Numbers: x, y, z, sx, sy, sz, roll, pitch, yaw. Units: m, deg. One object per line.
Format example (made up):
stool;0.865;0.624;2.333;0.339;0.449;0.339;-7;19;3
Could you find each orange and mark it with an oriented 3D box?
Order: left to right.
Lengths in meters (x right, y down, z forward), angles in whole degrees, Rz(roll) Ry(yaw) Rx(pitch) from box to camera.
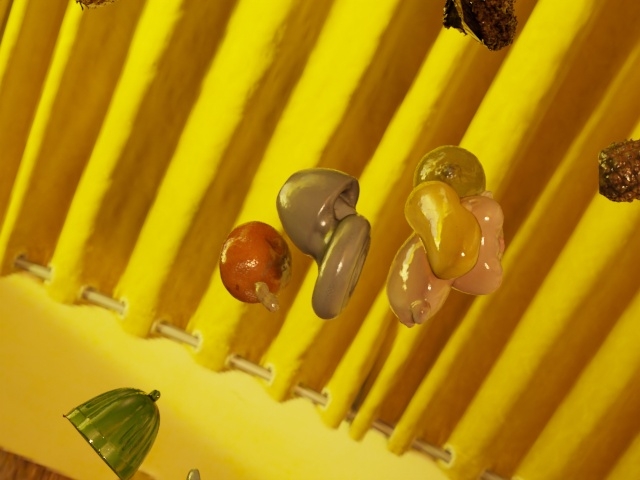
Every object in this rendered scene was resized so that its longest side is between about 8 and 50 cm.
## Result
orange;-0.164;0.056;2.390;0.170;0.224;0.224;-2;-168;24

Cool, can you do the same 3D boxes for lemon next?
lemon;0.313;-0.139;2.217;0.184;0.184;0.248;27;178;2

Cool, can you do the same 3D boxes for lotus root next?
lotus root;-0.379;0.350;1.786;0.186;0.186;0.186;22;-157;-10

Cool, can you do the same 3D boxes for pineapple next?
pineapple;0.541;-0.121;1.455;0.198;0.108;0.108;-11;-176;30

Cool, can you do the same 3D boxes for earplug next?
earplug;0.012;-0.001;1.794;0.175;0.214;0.325;-3;-125;-12

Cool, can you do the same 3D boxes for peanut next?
peanut;-0.117;0.122;1.980;0.037;0.037;0.083;-4;-129;-51

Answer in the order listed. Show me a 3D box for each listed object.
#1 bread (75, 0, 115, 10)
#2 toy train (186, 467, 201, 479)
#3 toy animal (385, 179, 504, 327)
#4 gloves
bread;-0.380;-0.472;1.549;0.139;0.143;0.229;-12;-173;3
toy train;-0.169;0.428;1.231;0.051;0.233;0.052;-7;171;-17
toy animal;0.310;0.046;2.022;0.247;0.345;0.277;15;180;-24
gloves;0.268;-0.463;1.542;0.135;0.312;0.210;0;154;15
